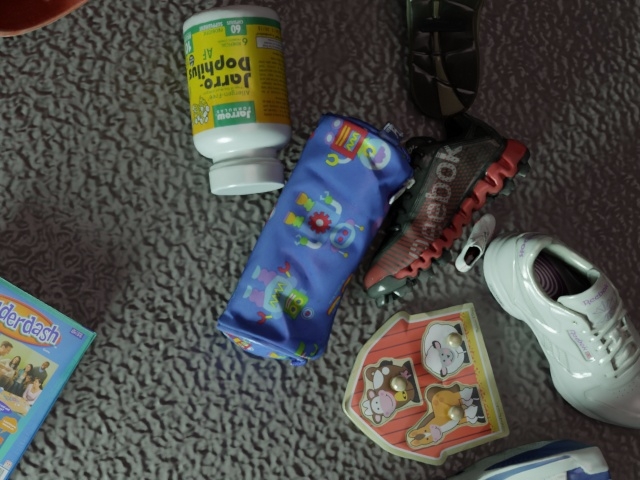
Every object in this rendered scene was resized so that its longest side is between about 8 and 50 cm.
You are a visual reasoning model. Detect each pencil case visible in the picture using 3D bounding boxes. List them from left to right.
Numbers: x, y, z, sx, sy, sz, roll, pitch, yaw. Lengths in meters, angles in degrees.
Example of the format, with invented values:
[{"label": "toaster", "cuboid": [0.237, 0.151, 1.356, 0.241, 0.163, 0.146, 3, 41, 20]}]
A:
[{"label": "pencil case", "cuboid": [0.000, 0.000, 1.713, 0.133, 0.119, 0.306, 27, 87, 6]}]

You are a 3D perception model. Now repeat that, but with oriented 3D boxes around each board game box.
[{"label": "board game box", "cuboid": [-0.375, 0.155, 1.662, 0.160, 0.047, 0.210, 32, 77, -7]}]

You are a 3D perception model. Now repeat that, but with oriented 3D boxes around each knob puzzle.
[{"label": "knob puzzle", "cuboid": [0.121, 0.179, 1.786, 0.213, 0.030, 0.213, 2, 83, -13]}]

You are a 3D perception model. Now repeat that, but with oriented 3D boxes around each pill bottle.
[{"label": "pill bottle", "cuboid": [-0.095, -0.162, 1.732, 0.118, 0.117, 0.208, -4, 85, -14]}]

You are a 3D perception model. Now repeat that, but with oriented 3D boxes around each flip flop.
[{"label": "flip flop", "cuboid": [0.160, -0.289, 1.815, 0.112, 0.080, 0.277, 3, 107, 3]}]

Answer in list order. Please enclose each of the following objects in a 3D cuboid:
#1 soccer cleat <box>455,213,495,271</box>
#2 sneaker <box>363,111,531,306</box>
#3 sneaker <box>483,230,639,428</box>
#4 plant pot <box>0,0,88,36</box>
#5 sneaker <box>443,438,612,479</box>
[{"label": "soccer cleat", "cuboid": [0.195, 0.003, 1.822, 0.029, 0.035, 0.083, 35, 77, -7]}, {"label": "sneaker", "cuboid": [0.128, -0.047, 1.781, 0.135, 0.097, 0.276, 43, 74, -5]}, {"label": "sneaker", "cuboid": [0.321, 0.113, 1.780, 0.114, 0.152, 0.305, -45, 96, -17]}, {"label": "plant pot", "cuboid": [-0.344, -0.415, 1.644, 0.272, 0.272, 0.265, -38, 85, -15]}, {"label": "sneaker", "cuboid": [0.200, 0.364, 1.743, 0.316, 0.127, 0.182, -21, 92, -8]}]
